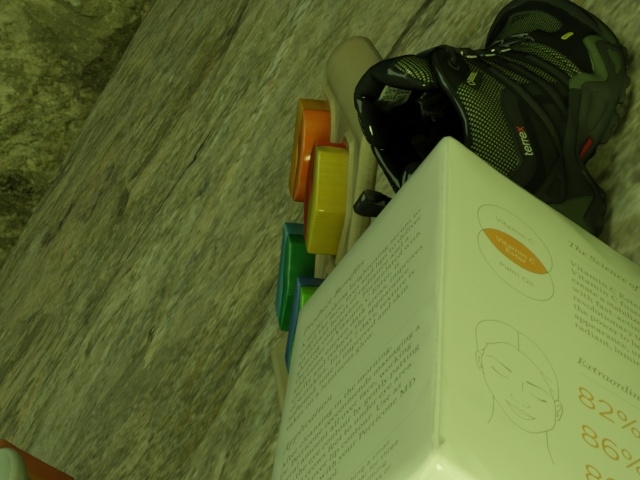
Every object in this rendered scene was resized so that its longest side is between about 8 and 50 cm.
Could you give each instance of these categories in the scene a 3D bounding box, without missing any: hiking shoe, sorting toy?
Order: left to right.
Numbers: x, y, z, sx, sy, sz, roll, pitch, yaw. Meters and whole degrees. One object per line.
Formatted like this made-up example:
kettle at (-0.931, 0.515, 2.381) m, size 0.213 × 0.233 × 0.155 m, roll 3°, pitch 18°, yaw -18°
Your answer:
sorting toy at (0.000, 0.000, 0.912) m, size 0.193 × 0.038 × 0.208 m, roll -107°, pitch 28°, yaw -72°
hiking shoe at (0.077, -0.066, 0.771) m, size 0.086 × 0.114 × 0.227 m, roll -47°, pitch 18°, yaw 34°

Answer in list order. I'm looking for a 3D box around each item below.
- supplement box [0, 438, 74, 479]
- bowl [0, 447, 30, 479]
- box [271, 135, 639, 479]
supplement box at (-0.259, 0.261, 1.274) m, size 0.080 × 0.078 × 0.233 m, roll -51°, pitch 15°, yaw 24°
bowl at (-0.196, 0.276, 0.918) m, size 0.298 × 0.134 × 0.298 m, roll -52°, pitch 16°, yaw 22°
box at (0.062, 0.071, 0.503) m, size 0.091 × 0.130 × 0.170 m, roll -50°, pitch 15°, yaw 28°
